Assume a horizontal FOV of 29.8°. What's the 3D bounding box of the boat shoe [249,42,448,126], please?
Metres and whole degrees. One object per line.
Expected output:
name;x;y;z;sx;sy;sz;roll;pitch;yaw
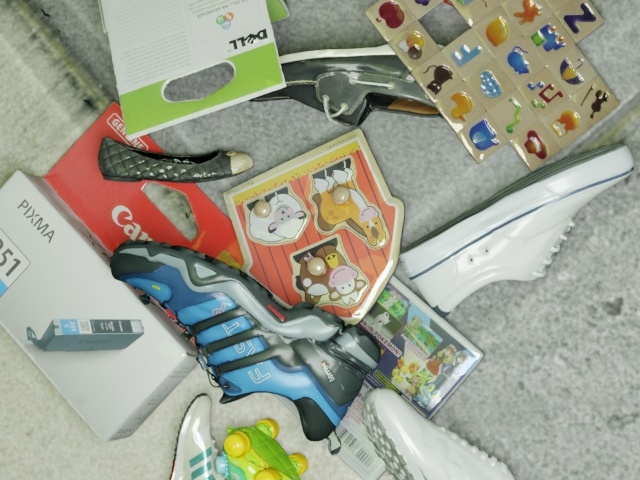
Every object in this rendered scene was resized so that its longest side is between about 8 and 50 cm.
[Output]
boat shoe;0.025;-0.162;1.286;0.233;0.084;0.079;-1;83;11

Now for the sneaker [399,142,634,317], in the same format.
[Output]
sneaker;0.210;-0.010;1.229;0.258;0.094;0.091;-29;96;14

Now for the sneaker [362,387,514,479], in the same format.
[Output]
sneaker;0.133;0.236;1.211;0.095;0.090;0.235;-37;90;-11

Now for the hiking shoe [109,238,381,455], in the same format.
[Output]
hiking shoe;-0.095;0.097;1.228;0.304;0.113;0.132;24;85;14

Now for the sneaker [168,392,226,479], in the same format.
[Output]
sneaker;-0.123;0.248;1.298;0.075;0.057;0.161;12;85;-1

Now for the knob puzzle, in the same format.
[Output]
knob puzzle;0.000;0.000;1.280;0.213;0.030;0.213;-2;82;15

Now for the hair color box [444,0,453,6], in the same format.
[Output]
hair color box;0.103;-0.329;1.302;0.167;0.053;0.093;31;91;14

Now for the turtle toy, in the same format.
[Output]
turtle toy;-0.060;0.249;1.259;0.066;0.095;0.130;-46;75;19

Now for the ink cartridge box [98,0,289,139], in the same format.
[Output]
ink cartridge box;-0.133;-0.234;1.307;0.189;0.097;0.255;-17;70;12

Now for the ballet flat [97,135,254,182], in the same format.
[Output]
ballet flat;-0.160;-0.089;1.325;0.173;0.057;0.049;0;102;0

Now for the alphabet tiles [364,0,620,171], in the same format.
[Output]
alphabet tiles;0.194;-0.200;1.246;0.198;0.009;0.237;-37;91;-5

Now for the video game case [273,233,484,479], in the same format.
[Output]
video game case;0.040;0.125;1.281;0.201;0.023;0.183;42;95;16

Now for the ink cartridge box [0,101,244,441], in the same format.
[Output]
ink cartridge box;-0.236;0.027;1.341;0.296;0.066;0.261;45;96;14
